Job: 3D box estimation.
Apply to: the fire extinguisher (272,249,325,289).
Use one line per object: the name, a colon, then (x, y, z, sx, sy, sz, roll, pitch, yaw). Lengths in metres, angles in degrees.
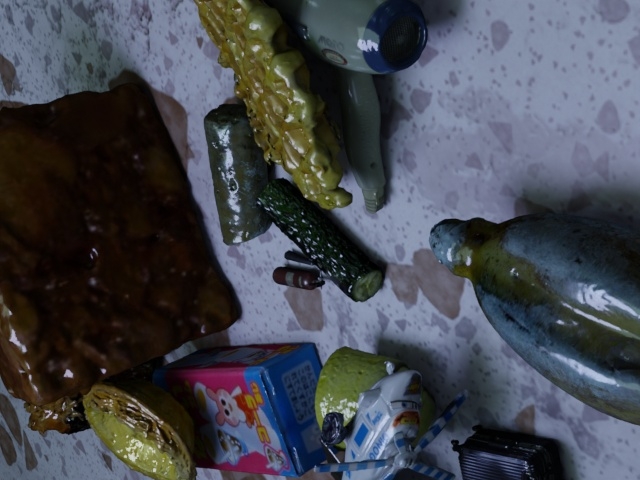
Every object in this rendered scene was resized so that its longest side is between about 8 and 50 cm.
fire extinguisher: (-0.023, 0.039, 1.431, 0.100, 0.032, 0.046, 6, 79, 50)

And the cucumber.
cucumber: (0.001, 0.000, 1.355, 0.187, 0.058, 0.058, 45, 138, 24)

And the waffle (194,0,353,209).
waffle: (-0.059, -0.179, 1.240, 0.307, 0.060, 0.312, 49, 164, 58)

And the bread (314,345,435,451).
bread: (0.059, 0.197, 1.325, 0.114, 0.111, 0.129, -2, 143, 43)

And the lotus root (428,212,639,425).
lotus root: (0.238, 0.052, 1.021, 0.322, 0.140, 0.158, 31, 114, 45)

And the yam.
yam: (-0.103, -0.083, 1.420, 0.078, 0.078, 0.179, 18, 121, 45)

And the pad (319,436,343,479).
pad: (0.116, 0.409, 1.370, 0.367, 0.007, 0.247, 51, 169, 20)

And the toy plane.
toy plane: (0.051, 0.258, 1.244, 0.107, 0.182, 0.273, -124, 37, -45)

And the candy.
candy: (-0.108, 0.237, 1.577, 0.306, 0.100, 0.157, -11, 101, 52)

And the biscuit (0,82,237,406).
biscuit: (-0.337, 0.004, 1.541, 0.166, 0.343, 0.395, -23, 88, 56)

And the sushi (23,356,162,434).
sushi: (-0.371, 0.157, 1.774, 0.234, 0.207, 0.348, 33, 130, 46)

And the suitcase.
suitcase: (0.209, 0.255, 1.230, 0.126, 0.059, 0.086, 2, 111, 48)

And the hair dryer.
hair dryer: (-0.005, -0.214, 1.230, 0.296, 0.119, 0.298, 52, 154, 29)

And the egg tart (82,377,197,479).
egg tart: (-0.245, 0.266, 1.580, 0.212, 0.090, 0.212, 31, 148, 22)
